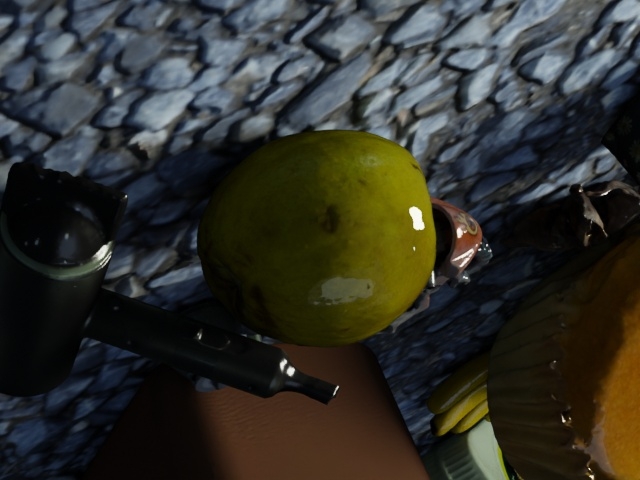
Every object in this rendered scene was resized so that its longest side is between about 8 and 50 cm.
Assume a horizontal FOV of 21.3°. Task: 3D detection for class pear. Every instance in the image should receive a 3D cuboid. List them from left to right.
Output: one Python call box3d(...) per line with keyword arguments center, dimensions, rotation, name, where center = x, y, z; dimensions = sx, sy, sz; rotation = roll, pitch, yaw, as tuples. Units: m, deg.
box3d(center=(0.000, 0.000, 1.150), dimensions=(0.162, 0.148, 0.149), rotation=(-19, 154, -18), name="pear")

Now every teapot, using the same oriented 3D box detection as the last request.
box3d(center=(-0.081, 0.085, 1.334), dimensions=(0.088, 0.057, 0.066), rotation=(-5, 148, -39), name="teapot")

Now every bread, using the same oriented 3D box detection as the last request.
box3d(center=(0.321, 0.071, 1.490), dimensions=(0.388, 0.236, 0.183), rotation=(-43, -160, -18), name="bread")

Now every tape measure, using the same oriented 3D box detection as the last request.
box3d(center=(0.199, 0.313, 1.833), dimensions=(0.115, 0.235, 0.207), rotation=(-33, 174, 17), name="tape measure")

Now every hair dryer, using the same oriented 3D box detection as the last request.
box3d(center=(-0.096, 0.046, 1.102), dimensions=(0.248, 0.078, 0.195), rotation=(18, 141, -9), name="hair dryer")

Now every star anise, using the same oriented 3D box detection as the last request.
box3d(center=(0.231, -0.024, 1.451), dimensions=(0.129, 0.056, 0.124), rotation=(-20, 179, -35), name="star anise")

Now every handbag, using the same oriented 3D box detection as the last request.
box3d(center=(0.293, -0.063, 1.333), dimensions=(0.072, 0.139, 0.115), rotation=(-2, 147, -29), name="handbag")

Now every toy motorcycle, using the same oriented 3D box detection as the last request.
box3d(center=(0.038, 0.022, 1.309), dimensions=(0.213, 0.084, 0.118), rotation=(-15, 161, -14), name="toy motorcycle")

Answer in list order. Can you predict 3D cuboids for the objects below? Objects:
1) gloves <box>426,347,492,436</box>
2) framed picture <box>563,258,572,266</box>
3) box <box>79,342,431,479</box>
box3d(center=(0.240, 0.127, 1.703), dimensions=(0.294, 0.116, 0.133), rotation=(-29, 145, 17), name="gloves")
box3d(center=(0.244, 0.103, 1.608), dimensions=(0.149, 0.109, 0.011), rotation=(-62, -172, 16), name="framed picture")
box3d(center=(-0.064, 0.263, 1.463), dimensions=(0.239, 0.229, 0.339), rotation=(-1, 145, -31), name="box")
